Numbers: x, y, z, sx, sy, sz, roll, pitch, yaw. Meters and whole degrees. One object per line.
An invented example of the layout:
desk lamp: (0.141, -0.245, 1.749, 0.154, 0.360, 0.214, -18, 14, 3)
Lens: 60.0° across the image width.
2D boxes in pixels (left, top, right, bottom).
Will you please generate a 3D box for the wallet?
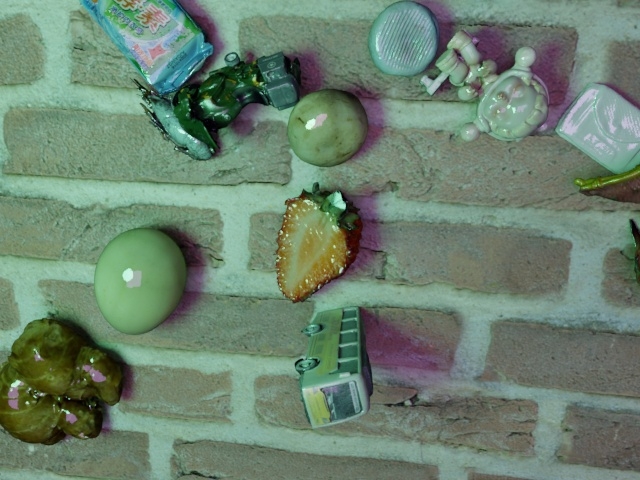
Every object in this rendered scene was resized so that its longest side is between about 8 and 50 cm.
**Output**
wallet: (0.571, -0.217, 1.093, 0.183, 0.032, 0.124, 34, 109, -5)

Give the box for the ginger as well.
ginger: (-0.632, 0.358, 1.331, 0.274, 0.152, 0.357, 27, 108, -22)

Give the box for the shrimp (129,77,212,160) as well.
shrimp: (-0.310, -0.258, 1.157, 0.233, 0.079, 0.090, 46, 69, -4)

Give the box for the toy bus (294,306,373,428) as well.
toy bus: (0.031, 0.242, 1.119, 0.138, 0.342, 0.097, -11, 104, 5)

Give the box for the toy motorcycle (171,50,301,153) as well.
toy motorcycle: (-0.164, -0.273, 1.072, 0.275, 0.187, 0.124, -17, 145, 8)

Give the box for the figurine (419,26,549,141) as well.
figurine: (0.326, -0.275, 1.058, 0.257, 0.144, 0.182, 39, 86, -3)

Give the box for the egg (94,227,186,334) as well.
egg: (-0.391, 0.092, 1.202, 0.189, 0.188, 0.253, 22, 117, 0)

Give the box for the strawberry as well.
strawberry: (0.000, 0.000, 1.183, 0.188, 0.106, 0.286, 37, 122, 18)

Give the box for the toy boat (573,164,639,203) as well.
toy boat: (0.652, -0.150, 1.052, 0.318, 0.141, 0.099, -28, 71, 3)

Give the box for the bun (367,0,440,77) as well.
bun: (0.159, -0.386, 1.065, 0.141, 0.083, 0.140, 0, 113, -1)

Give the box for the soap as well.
soap: (-0.350, -0.437, 1.095, 0.156, 0.077, 0.293, -41, 98, 4)

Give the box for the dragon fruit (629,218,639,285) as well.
dragon fruit: (0.713, 0.034, 1.078, 0.192, 0.193, 0.274, -16, 104, 38)

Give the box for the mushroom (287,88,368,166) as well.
mushroom: (0.012, -0.223, 1.100, 0.166, 0.127, 0.166, -13, 131, -15)
